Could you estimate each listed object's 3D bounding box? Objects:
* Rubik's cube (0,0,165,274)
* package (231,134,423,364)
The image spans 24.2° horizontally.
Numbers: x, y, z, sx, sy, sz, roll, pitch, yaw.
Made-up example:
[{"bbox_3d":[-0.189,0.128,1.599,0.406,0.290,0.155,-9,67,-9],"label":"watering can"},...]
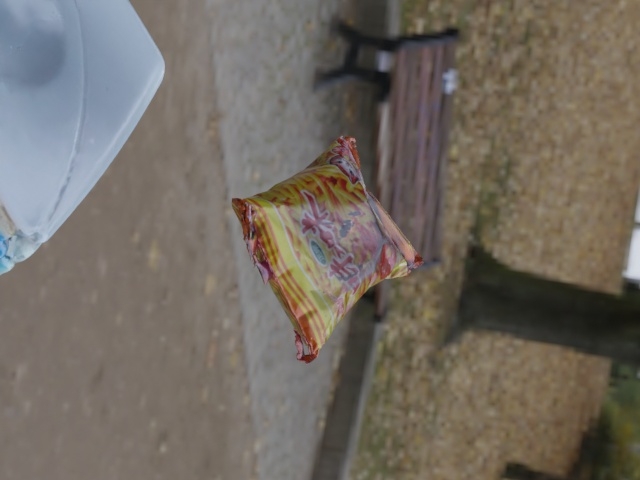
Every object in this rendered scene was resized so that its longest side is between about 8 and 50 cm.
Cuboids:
[{"bbox_3d":[-0.416,-0.165,1.516,0.352,0.351,0.347,51,44,-22],"label":"Rubik's cube"},{"bbox_3d":[0.003,0.006,1.906,0.288,0.108,0.223,-33,98,-46],"label":"package"}]
